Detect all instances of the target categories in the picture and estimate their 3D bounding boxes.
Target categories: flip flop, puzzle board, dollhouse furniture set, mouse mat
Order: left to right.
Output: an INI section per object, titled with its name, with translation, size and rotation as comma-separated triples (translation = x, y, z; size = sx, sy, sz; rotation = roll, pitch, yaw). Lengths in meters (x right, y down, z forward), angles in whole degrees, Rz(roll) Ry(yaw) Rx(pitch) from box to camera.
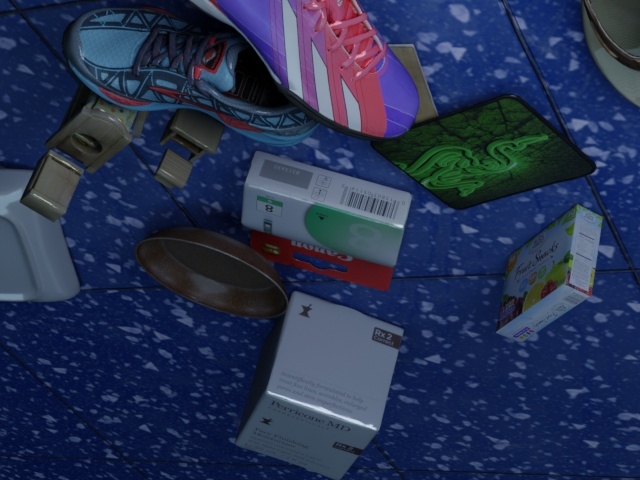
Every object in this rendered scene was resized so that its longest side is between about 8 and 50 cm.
[dollhouse furniture set]
translation = -0.184, -0.088, 1.477
size = 0.161, 0.182, 0.101
rotation = 31, 146, -21
[puzzle board]
translation = 0.061, -0.149, 1.431
size = 0.096, 0.011, 0.128
rotation = 3, 145, 23
[mouse mat]
translation = 0.163, -0.085, 1.472
size = 0.189, 0.007, 0.152
rotation = -15, 142, 42
[flip flop]
translation = 0.263, -0.195, 1.196
size = 0.112, 0.080, 0.277
rotation = 4, 146, 19

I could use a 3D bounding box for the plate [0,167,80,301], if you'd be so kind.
[plate]
translation = -0.461, 0.004, 1.838
size = 0.277, 0.045, 0.278
rotation = 2, 146, 3

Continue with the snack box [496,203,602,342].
[snack box]
translation = 0.242, 0.037, 1.548
size = 0.037, 0.100, 0.141
rotation = 25, 147, -14

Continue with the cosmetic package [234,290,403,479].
[cosmetic package]
translation = -0.003, 0.186, 1.849
size = 0.151, 0.151, 0.184
rotation = 19, 148, -5

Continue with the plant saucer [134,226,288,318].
[plant saucer]
translation = -0.127, 0.033, 1.761
size = 0.198, 0.036, 0.198
rotation = 17, 158, 7

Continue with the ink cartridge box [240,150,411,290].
[ink cartridge box]
translation = 0.000, 0.000, 1.654
size = 0.181, 0.056, 0.225
rotation = 15, 147, 4

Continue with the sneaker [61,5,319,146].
[sneaker]
translation = -0.110, -0.172, 1.374
size = 0.262, 0.104, 0.125
rotation = 13, 167, -13

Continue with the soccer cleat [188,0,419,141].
[soccer cleat]
translation = -0.011, -0.204, 1.284
size = 0.318, 0.109, 0.116
rotation = 40, 141, -24
